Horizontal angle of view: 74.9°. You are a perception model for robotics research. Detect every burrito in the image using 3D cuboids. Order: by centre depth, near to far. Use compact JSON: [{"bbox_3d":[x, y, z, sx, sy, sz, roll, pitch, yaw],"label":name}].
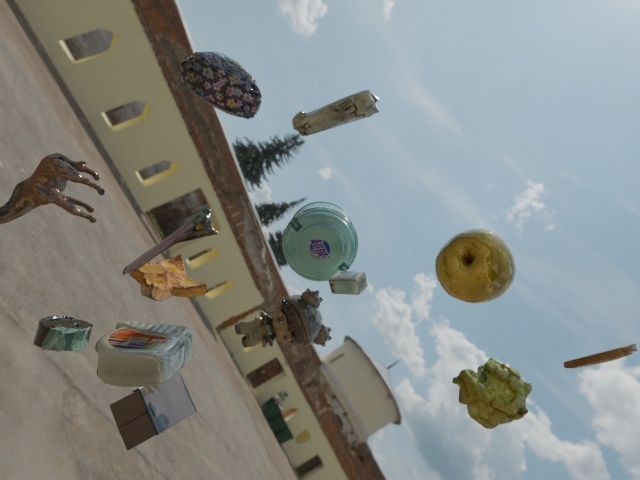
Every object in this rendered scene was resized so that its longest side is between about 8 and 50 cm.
[{"bbox_3d":[0.033,-0.288,0.951,0.064,0.204,0.064,-13,90,-75],"label":"burrito"}]

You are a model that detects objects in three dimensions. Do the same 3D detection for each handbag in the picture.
[{"bbox_3d":[-0.258,-0.424,1.118,0.229,0.126,0.207,23,23,-27],"label":"handbag"}]

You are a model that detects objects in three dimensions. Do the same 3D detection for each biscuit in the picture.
[{"bbox_3d":[0.590,0.243,0.872,0.140,0.118,0.023,-52,-132,54],"label":"biscuit"}]

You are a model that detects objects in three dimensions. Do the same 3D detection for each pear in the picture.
[{"bbox_3d":[0.600,0.103,1.631,0.314,0.315,0.314,55,-17,26],"label":"pear"}]

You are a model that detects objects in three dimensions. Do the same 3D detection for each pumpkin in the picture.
[{"bbox_3d":[-0.616,0.146,1.652,0.258,0.095,0.290,37,19,29],"label":"pumpkin"}]

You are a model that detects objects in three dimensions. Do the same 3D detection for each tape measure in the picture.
[{"bbox_3d":[-0.537,0.338,1.259,0.265,0.259,0.129,-55,150,-76],"label":"tape measure"}]

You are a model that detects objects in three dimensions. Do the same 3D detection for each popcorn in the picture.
[{"bbox_3d":[0.480,0.415,1.153,0.186,0.188,0.167,20,39,-57],"label":"popcorn"}]

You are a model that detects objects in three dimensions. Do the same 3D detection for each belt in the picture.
[{"bbox_3d":[-0.795,0.291,1.299,0.198,0.151,0.078,180,-76,-71],"label":"belt"}]

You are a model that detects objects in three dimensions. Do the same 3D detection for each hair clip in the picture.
[{"bbox_3d":[-0.492,0.018,1.339,0.110,0.359,0.095,65,5,36],"label":"hair clip"}]

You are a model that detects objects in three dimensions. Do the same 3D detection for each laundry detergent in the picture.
[{"bbox_3d":[0.000,0.000,1.649,0.305,0.288,0.286,-84,149,-79],"label":"laundry detergent"}]

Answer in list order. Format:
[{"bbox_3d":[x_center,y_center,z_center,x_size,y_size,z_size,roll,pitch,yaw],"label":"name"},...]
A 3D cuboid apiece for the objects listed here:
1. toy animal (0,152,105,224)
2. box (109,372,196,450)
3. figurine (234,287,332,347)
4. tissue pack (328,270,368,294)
[{"bbox_3d":[-0.570,-0.074,0.834,0.067,0.230,0.223,7,-96,38],"label":"toy animal"},{"bbox_3d":[-0.623,0.633,1.569,0.188,0.153,0.252,62,9,8],"label":"box"},{"bbox_3d":[-0.153,0.350,1.727,0.203,0.382,0.247,-7,82,-84],"label":"figurine"},{"bbox_3d":[0.084,0.125,1.236,0.095,0.074,0.058,-1,-71,33],"label":"tissue pack"}]
